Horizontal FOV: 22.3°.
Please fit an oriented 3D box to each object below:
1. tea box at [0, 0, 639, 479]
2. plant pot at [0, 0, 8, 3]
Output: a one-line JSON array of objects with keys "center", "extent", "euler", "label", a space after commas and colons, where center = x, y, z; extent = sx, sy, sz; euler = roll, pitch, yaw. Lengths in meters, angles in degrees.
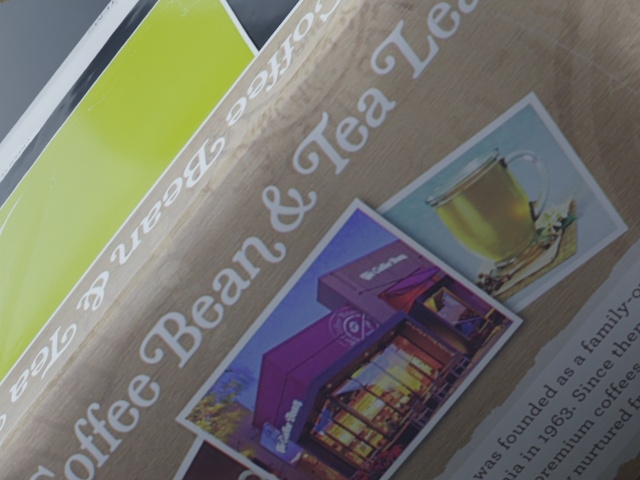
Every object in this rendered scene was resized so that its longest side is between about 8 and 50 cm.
[{"center": [0.000, 0.000, 0.697], "extent": [0.220, 0.323, 0.329], "euler": [35, 101, -21], "label": "tea box"}, {"center": [-0.249, -0.203, 0.851], "extent": [0.032, 0.236, 0.236], "euler": [-58, 133, -27], "label": "plant pot"}]
